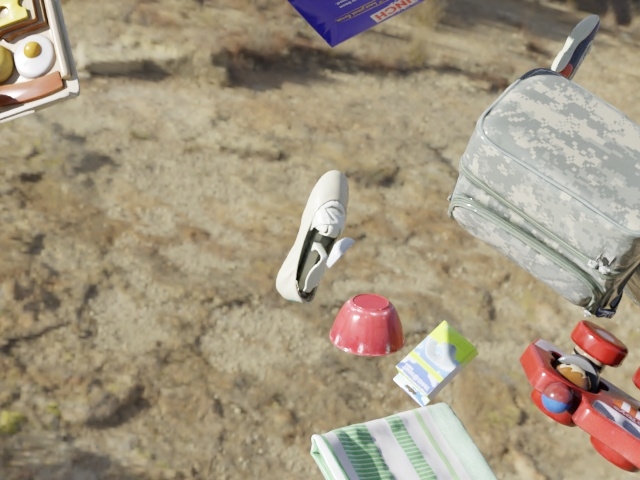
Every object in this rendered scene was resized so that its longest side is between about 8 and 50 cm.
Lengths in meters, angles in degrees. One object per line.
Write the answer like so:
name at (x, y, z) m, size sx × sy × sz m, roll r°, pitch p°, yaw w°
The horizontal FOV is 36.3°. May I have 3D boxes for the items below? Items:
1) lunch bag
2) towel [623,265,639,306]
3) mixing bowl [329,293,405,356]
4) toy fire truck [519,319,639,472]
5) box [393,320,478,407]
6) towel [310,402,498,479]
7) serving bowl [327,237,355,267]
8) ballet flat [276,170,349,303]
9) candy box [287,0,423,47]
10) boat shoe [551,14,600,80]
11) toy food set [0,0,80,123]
lunch bag at (0.345, -0.051, 1.408) m, size 0.305 × 0.256 × 0.212 m, roll 36°, pitch 56°, yaw 15°
towel at (0.553, 0.050, 1.720) m, size 0.324 × 0.056 × 0.312 m, roll 46°, pitch 6°, yaw -43°
mixing bowl at (0.114, 0.187, 2.288) m, size 0.181 × 0.098 × 0.181 m, roll 3°, pitch 23°, yaw -1°
toy fire truck at (0.464, 0.268, 1.607) m, size 0.302 × 0.169 × 0.254 m, roll 36°, pitch 15°, yaw 17°
box at (0.258, 0.280, 2.218) m, size 0.109 × 0.178 × 0.042 m, roll 41°, pitch -10°, yaw 34°
towel at (0.155, 0.382, 1.558) m, size 0.325 × 0.038 × 0.248 m, roll -4°, pitch 50°, yaw -41°
serving bowl at (0.039, 0.022, 2.146) m, size 0.027 × 0.083 × 0.083 m, roll 44°, pitch 27°, yaw 3°
ballet flat at (0.000, 0.000, 1.729) m, size 0.086 × 0.248 × 0.086 m, roll 21°, pitch 9°, yaw -4°
candy box at (0.054, -0.421, 1.315) m, size 0.317 × 0.268 × 0.122 m, roll 33°, pitch 36°, yaw -63°
boat shoe at (0.490, -0.363, 1.845) m, size 0.043 × 0.137 × 0.049 m, roll 36°, pitch -5°, yaw -28°
toy food set at (-0.537, -0.332, 1.608) m, size 0.220 × 0.306 × 0.092 m, roll -18°, pitch -17°, yaw 6°
